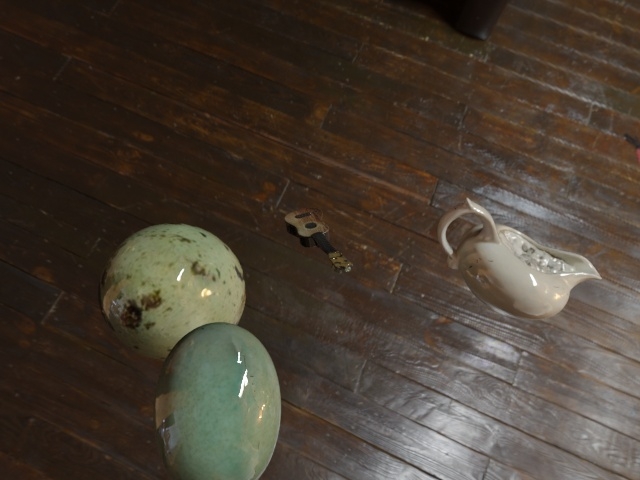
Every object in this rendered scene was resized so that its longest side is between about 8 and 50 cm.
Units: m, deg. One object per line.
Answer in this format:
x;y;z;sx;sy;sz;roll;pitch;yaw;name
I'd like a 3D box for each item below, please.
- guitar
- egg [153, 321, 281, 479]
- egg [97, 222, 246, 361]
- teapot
0.001;0.002;0.926;0.083;0.038;0.271;-18;30;-13;guitar
-0.138;0.231;0.638;0.169;0.169;0.237;-5;85;-4;egg
-0.304;0.107;0.977;0.287;0.379;0.288;-1;78;7;egg
0.339;0.037;0.848;0.299;0.166;0.208;31;41;-17;teapot
